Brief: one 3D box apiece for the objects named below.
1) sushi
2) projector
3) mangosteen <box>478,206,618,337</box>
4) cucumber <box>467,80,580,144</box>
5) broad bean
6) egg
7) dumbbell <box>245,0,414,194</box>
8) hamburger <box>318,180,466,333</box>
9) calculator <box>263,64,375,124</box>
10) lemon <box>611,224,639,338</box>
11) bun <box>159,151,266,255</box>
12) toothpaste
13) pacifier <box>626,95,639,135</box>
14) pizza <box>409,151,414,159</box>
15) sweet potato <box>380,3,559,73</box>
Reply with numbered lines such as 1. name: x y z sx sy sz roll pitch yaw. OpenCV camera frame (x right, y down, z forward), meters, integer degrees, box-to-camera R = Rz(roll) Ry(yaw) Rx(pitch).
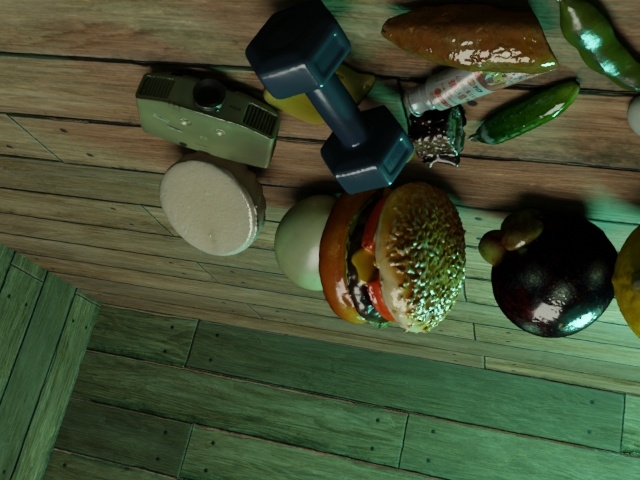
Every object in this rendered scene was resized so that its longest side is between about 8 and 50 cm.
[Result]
1. sushi: 0.203 -0.190 1.252 0.084 0.094 0.098 2 140 29
2. projector: -0.212 -0.240 1.388 0.269 0.088 0.193 17 160 -3
3. mangosteen: 0.485 0.063 1.541 0.288 0.288 0.288 12 161 4
4. cucumber: 0.331 -0.201 1.203 0.056 0.056 0.250 21 159 -22
5. broad bean: 0.392 -0.263 0.995 0.254 0.047 0.065 25 151 -35
6. egg: 0.000 0.000 1.748 0.218 0.218 0.295 15 153 -5
7. dumbbell: 0.022 -0.217 1.147 0.160 0.144 0.325 -12 142 27
8. hamburger: 0.167 0.032 1.565 0.250 0.330 0.330 8 162 36
9. calculator: -0.012 -0.262 1.291 0.157 0.033 0.236 21 162 -22
10. lemon: 0.728 0.080 1.360 0.336 0.336 0.336 12 161 4
11. bun: -0.229 -0.109 1.705 0.263 0.175 0.263 12 125 18
12. toothpaste: 0.241 -0.255 1.127 0.234 0.057 0.089 -16 143 41
13. pacifier: 0.549 -0.146 1.086 0.207 0.227 0.279 50 172 21
14. pizza: 0.099 -0.169 1.362 0.161 0.063 0.182 -4 -173 12
15. sweet potato: 0.209 -0.285 1.009 0.251 0.097 0.097 13 162 17
